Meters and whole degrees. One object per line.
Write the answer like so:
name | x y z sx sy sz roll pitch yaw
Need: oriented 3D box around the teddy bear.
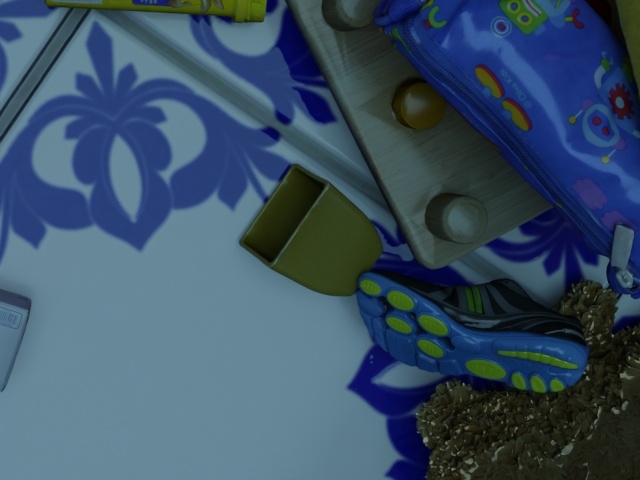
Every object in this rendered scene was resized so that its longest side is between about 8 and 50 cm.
teddy bear | 0.241 0.153 1.270 0.338 0.113 0.245 -37 102 -10

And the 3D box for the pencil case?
pencil case | 0.171 -0.089 1.084 0.306 0.119 0.133 48 49 -10

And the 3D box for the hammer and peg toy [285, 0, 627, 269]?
hammer and peg toy | 0.178 -0.173 1.211 0.361 0.127 0.266 -29 99 -8

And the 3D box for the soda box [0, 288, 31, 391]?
soda box | -0.334 0.047 1.176 0.216 0.074 0.069 19 92 -10

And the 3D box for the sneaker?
sneaker | 0.118 0.065 1.207 0.188 0.078 0.067 15 125 7

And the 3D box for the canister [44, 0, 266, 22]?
canister | -0.126 -0.235 1.183 0.170 0.073 0.126 2 96 -8

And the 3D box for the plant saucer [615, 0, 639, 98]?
plant saucer | 0.359 -0.175 1.118 0.333 0.081 0.332 -3 74 -34

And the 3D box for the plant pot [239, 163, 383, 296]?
plant pot | 0.000 0.000 1.225 0.083 0.081 0.081 35 89 -26
